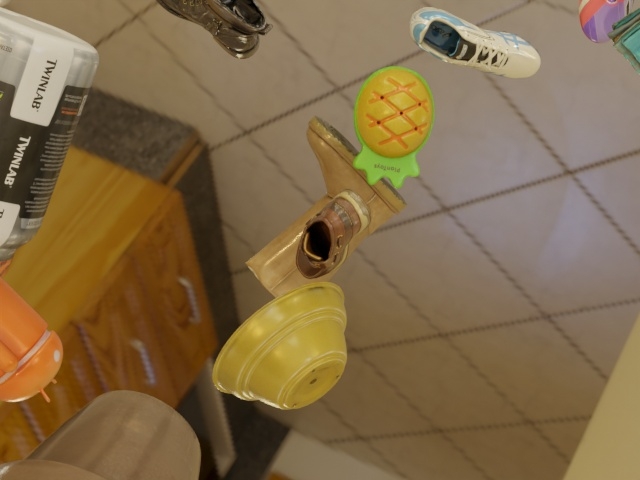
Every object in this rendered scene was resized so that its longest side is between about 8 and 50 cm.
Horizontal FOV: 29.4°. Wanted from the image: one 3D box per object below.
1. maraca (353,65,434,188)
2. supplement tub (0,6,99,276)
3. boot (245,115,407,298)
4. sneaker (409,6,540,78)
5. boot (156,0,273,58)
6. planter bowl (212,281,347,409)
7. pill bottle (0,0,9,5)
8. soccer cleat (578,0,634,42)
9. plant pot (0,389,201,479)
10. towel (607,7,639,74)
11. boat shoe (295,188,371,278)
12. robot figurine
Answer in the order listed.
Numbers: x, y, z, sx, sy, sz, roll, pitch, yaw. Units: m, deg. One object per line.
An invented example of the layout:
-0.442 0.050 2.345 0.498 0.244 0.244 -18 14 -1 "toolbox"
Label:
0.111 -0.175 1.874 0.127 0.186 0.099 7 -177 -7 "maraca"
-0.415 -0.125 1.521 0.193 0.316 0.193 20 -171 -3 "supplement tub"
-0.020 -0.038 2.026 0.236 0.269 0.089 45 -171 -18 "boot"
0.258 -0.319 2.038 0.237 0.086 0.085 17 128 -11 "sneaker"
-0.186 -0.413 2.034 0.263 0.091 0.229 36 173 0 "boot"
-0.031 0.164 1.648 0.090 0.217 0.217 50 157 27 "planter bowl"
-0.595 -0.512 1.797 0.361 0.204 0.204 25 151 -13 "pill bottle"
0.440 -0.406 1.752 0.083 0.248 0.095 22 -176 -3 "soccer cleat"
-0.238 0.293 1.348 0.263 0.229 0.263 11 128 14 "plant pot"
0.594 -0.222 1.599 0.271 0.040 0.370 -33 120 28 "towel"
0.000 0.000 1.448 0.064 0.060 0.178 51 150 9 "boat shoe"
-0.451 0.135 1.704 0.219 0.128 0.158 48 139 -12 "robot figurine"
